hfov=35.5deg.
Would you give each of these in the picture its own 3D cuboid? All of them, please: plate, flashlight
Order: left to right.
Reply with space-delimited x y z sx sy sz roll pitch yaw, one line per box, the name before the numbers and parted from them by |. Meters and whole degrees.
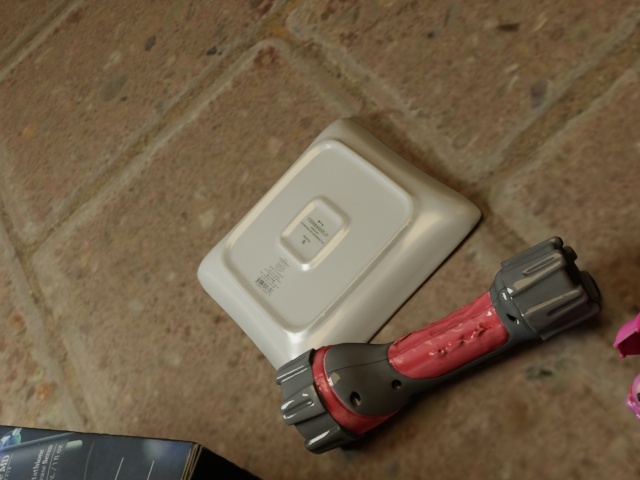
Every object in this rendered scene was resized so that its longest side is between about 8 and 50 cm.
plate | 0.000 0.000 1.131 0.278 0.045 0.277 -47 45 -1
flashlight | 0.104 0.096 0.936 0.304 0.103 0.103 -31 12 21

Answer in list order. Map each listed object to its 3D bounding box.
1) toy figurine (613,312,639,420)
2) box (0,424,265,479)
toy figurine | 0.300 0.122 0.800 0.159 0.130 0.173 41 112 59
box | -0.240 0.348 0.941 0.396 0.212 0.293 -4 58 35
